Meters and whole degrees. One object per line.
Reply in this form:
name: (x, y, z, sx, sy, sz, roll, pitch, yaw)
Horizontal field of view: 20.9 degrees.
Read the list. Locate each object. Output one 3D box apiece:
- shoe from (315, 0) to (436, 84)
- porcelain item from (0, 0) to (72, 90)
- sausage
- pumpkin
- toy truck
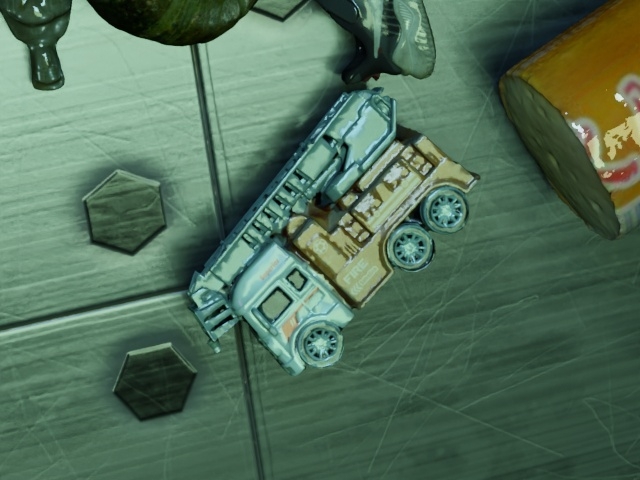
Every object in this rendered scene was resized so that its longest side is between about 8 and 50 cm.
shoe: (0.047, -0.264, 1.863, 0.112, 0.099, 0.227, -24, 113, 0)
porcelain item: (-0.295, -0.256, 1.780, 0.081, 0.069, 0.215, -9, 115, -19)
sausage: (0.374, -0.168, 1.916, 0.287, 0.233, 0.233, -34, 114, -2)
pumpkin: (-0.153, -0.307, 1.752, 0.224, 0.157, 0.223, -10, 108, -33)
toy truck: (0.000, 0.000, 1.915, 0.184, 0.133, 0.338, 44, 89, -14)
